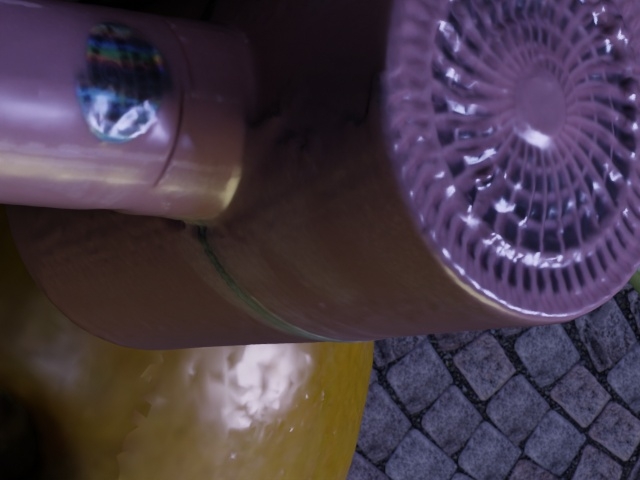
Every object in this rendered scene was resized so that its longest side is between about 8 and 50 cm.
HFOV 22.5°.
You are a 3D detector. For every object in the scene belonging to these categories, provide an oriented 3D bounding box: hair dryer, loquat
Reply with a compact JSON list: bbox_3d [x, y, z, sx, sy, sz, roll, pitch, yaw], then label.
[{"bbox_3d":[-0.092,-0.038,0.444,0.352,0.125,0.210,6,171,-40],"label":"hair dryer"},{"bbox_3d":[-0.099,0.049,0.781,0.275,0.275,0.275,-8,179,0],"label":"loquat"}]

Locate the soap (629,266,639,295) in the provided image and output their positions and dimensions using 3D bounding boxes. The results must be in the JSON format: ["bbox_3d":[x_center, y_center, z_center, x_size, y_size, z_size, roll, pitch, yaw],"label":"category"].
[{"bbox_3d":[0.240,-0.025,0.760,0.198,0.119,0.066,-42,-175,-1],"label":"soap"}]
